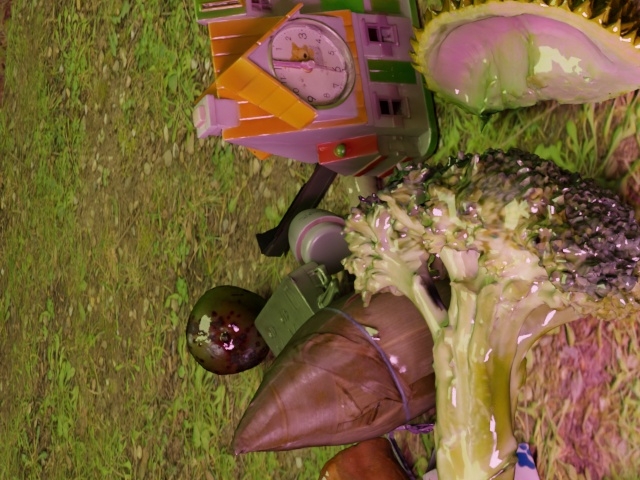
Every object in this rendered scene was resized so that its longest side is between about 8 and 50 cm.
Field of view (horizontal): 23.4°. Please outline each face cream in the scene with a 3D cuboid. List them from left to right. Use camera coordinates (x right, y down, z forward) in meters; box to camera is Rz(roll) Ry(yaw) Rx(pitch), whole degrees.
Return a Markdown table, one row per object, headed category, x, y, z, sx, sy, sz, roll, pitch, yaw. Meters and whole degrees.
| category | x | y | z | sx | sy | sz | roll | pitch | yaw |
| --- | --- | --- | --- | --- | --- | --- | --- | --- | --- |
| face cream | 0.000 | 0.000 | 2.192 | 0.095 | 0.091 | 0.091 | -133 | 50 | -61 |

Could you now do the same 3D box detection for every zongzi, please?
| category | x | y | z | sx | sy | sz | roll | pitch | yaw |
| --- | --- | --- | --- | --- | --- | --- | --- | --- | --- |
| zongzi | -0.011 | 0.192 | 1.922 | 0.174 | 0.393 | 0.356 | 60 | 151 | 3 |

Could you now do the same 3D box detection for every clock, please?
| category | x | y | z | sx | sy | sz | roll | pitch | yaw |
| --- | --- | --- | --- | --- | --- | --- | --- | --- | --- |
| clock | -0.021 | -0.208 | 2.005 | 0.166 | 0.310 | 0.235 | -34 | 60 | 58 |

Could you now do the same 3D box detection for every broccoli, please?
| category | x | y | z | sx | sy | sz | roll | pitch | yaw |
| --- | --- | --- | --- | --- | --- | --- | --- | --- | --- |
| broccoli | 0.209 | 0.093 | 1.641 | 0.353 | 0.275 | 0.396 | 129 | 138 | -60 |

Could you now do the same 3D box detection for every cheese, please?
| category | x | y | z | sx | sy | sz | roll | pitch | yaw |
| --- | --- | --- | --- | --- | --- | --- | --- | --- | --- |
| cheese | 0.046 | -0.127 | 2.157 | 0.065 | 0.043 | 0.194 | -34 | 60 | 55 |

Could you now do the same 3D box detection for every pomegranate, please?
| category | x | y | z | sx | sy | sz | roll | pitch | yaw |
| --- | --- | --- | --- | --- | --- | --- | --- | --- | --- |
| pomegranate | -0.148 | 0.138 | 2.416 | 0.169 | 0.149 | 0.148 | 176 | 94 | -68 |

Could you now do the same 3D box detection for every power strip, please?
| category | x | y | z | sx | sy | sz | roll | pitch | yaw |
| --- | --- | --- | --- | --- | --- | --- | --- | --- | --- |
| power strip | -0.024 | 0.101 | 2.185 | 0.093 | 0.053 | 0.288 | 57 | 158 | 10 |

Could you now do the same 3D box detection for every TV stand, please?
| category | x | y | z | sx | sy | sz | roll | pitch | yaw |
| --- | --- | --- | --- | --- | --- | --- | --- | --- | --- |
| TV stand | -0.029 | -0.069 | 2.295 | 0.256 | 0.040 | 0.049 | -56 | 43 | 45 |

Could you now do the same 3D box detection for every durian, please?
| category | x | y | z | sx | sy | sz | roll | pitch | yaw |
| --- | --- | --- | --- | --- | --- | --- | --- | --- | --- |
| durian | 0.224 | -0.215 | 1.731 | 0.352 | 0.158 | 0.169 | -8 | 94 | 57 |

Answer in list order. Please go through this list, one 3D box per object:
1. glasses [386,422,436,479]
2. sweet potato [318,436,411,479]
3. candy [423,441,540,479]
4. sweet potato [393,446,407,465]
| category | x | y | z | sx | sy | sz | roll | pitch | yaw |
| --- | --- | --- | --- | --- | --- | --- | --- | --- | --- |
| glasses | 0.127 | 0.287 | 1.985 | 0.140 | 0.063 | 0.103 | -12 | 80 | 62 |
| sweet potato | 0.086 | 0.429 | 1.899 | 0.158 | 0.158 | 0.369 | -48 | 55 | 50 |
| candy | 0.193 | 0.299 | 1.852 | 0.160 | 0.073 | 0.092 | -35 | 65 | 57 |
| sweet potato | 0.104 | 0.434 | 2.008 | 0.108 | 0.079 | 0.346 | -42 | 56 | 38 |
